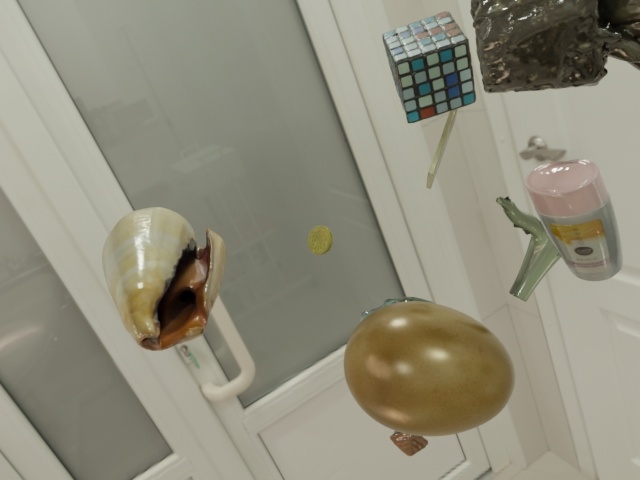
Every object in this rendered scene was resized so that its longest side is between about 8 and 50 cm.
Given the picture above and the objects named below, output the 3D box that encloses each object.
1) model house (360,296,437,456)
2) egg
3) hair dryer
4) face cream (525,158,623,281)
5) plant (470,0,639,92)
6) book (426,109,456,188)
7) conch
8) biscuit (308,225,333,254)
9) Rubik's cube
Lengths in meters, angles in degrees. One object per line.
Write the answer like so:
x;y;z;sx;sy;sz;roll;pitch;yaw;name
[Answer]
0.246;0.356;1.335;0.251;0.295;0.329;-28;29;29;model house
0.204;0.245;1.009;0.322;0.250;0.250;8;30;14;egg
0.430;0.023;1.095;0.224;0.219;0.088;4;14;-27;hair dryer
0.325;-0.020;0.657;0.084;0.198;0.057;-5;54;39;face cream
0.379;-0.325;0.738;0.320;0.194;0.182;-10;48;17;plant
0.365;-0.281;1.571;0.022;0.232;0.162;19;-6;13;book
-0.204;0.061;0.670;0.158;0.127;0.255;9;34;-17;conch
0.000;0.000;1.474;0.083;0.084;0.023;-2;-7;42;biscuit
0.277;-0.440;1.339;0.186;0.184;0.182;-16;43;8;Rubik's cube
